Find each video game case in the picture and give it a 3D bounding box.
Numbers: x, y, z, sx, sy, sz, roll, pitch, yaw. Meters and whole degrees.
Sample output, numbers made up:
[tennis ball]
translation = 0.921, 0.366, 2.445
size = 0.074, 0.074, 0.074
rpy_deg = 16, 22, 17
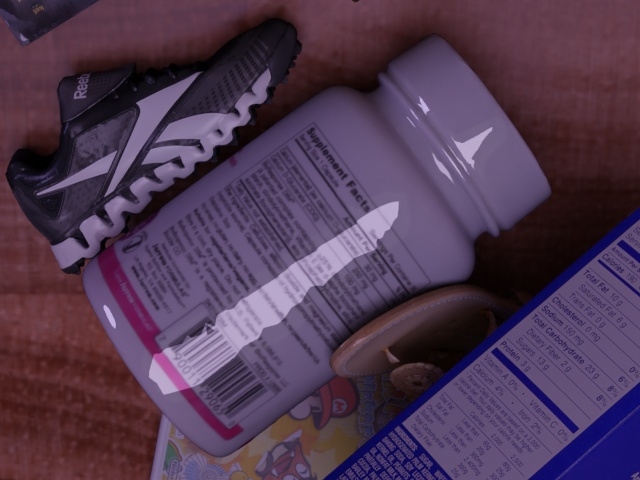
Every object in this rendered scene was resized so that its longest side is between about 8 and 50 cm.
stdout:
[video game case]
translation = -0.013, 0.129, 1.208
size = 0.206, 0.026, 0.227
rpy_deg = 10, 111, -4

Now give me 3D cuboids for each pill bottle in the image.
[pill bottle]
translation = 0.000, 0.000, 1.072
size = 0.283, 0.160, 0.160
rpy_deg = -36, 108, 1

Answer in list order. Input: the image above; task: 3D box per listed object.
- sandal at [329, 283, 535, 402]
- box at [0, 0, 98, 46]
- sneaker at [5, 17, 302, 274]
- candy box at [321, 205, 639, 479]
[sandal]
translation = 0.104, 0.083, 1.076
size = 0.088, 0.240, 0.079
rpy_deg = -45, 69, 25
[box]
translation = -0.113, -0.296, 0.951
size = 0.307, 0.076, 0.242
rpy_deg = -30, 110, 11
[sneaker]
translation = -0.121, -0.084, 1.096
size = 0.234, 0.078, 0.106
rpy_deg = -39, 105, 14
[candy box]
translation = 0.160, 0.167, 1.038
size = 0.317, 0.122, 0.268
rpy_deg = -40, 140, -4
